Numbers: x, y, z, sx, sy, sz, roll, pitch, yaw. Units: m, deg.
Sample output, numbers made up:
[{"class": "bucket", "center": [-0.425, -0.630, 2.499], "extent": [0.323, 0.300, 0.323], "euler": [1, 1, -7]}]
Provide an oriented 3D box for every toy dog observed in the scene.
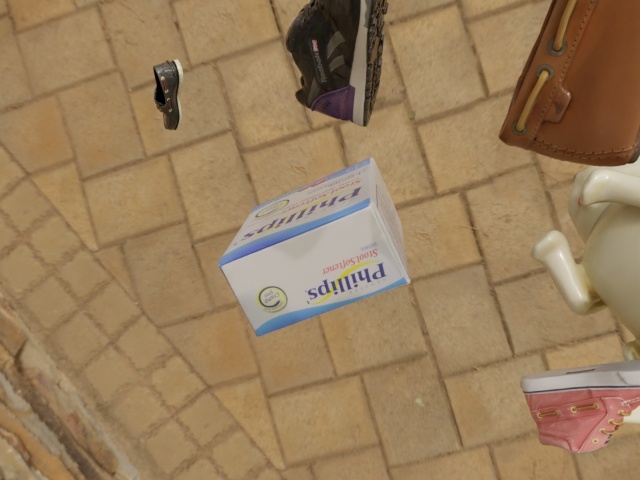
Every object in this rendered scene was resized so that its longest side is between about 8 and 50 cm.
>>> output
[{"class": "toy dog", "center": [0.522, 0.008, 0.777], "extent": [0.395, 0.408, 0.284], "euler": [2, 129, -4]}]

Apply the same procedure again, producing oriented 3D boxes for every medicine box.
[{"class": "medicine box", "center": [0.000, 0.000, 0.937], "extent": [0.264, 0.289, 0.149], "euler": [-22, 108, 13]}]

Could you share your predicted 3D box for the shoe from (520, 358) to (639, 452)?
[{"class": "shoe", "center": [0.305, 0.176, 0.568], "extent": [0.178, 0.063, 0.081], "euler": [-23, 76, 45]}]

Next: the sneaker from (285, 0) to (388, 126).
[{"class": "sneaker", "center": [0.012, -0.260, 0.650], "extent": [0.124, 0.283, 0.107], "euler": [14, 54, 9]}]

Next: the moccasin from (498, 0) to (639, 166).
[{"class": "moccasin", "center": [0.198, -0.238, 0.374], "extent": [0.147, 0.139, 0.380], "euler": [13, 132, 19]}]

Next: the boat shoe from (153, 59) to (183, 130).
[{"class": "boat shoe", "center": [-0.238, -0.221, 0.830], "extent": [0.042, 0.133, 0.049], "euler": [-21, 66, -26]}]
